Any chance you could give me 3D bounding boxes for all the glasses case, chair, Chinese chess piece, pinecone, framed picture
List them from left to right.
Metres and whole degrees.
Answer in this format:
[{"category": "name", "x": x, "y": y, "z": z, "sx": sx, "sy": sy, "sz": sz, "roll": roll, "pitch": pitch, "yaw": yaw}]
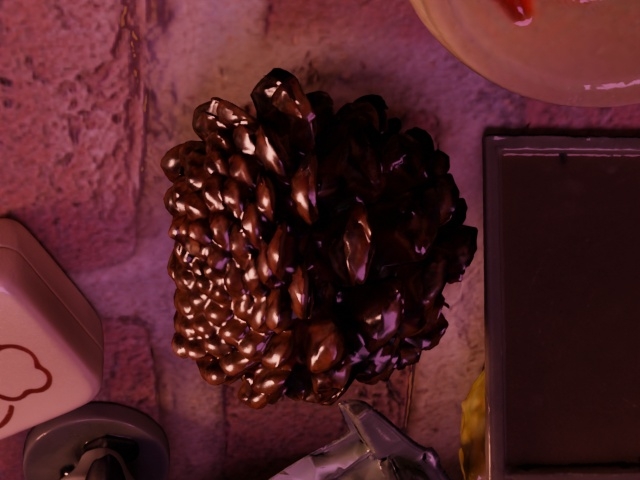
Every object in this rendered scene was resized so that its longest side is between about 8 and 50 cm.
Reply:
[{"category": "glasses case", "x": -0.332, "y": 0.107, "z": 1.212, "sx": 0.336, "sy": 0.076, "sz": 0.144, "roll": -24, "pitch": 129, "yaw": 14}, {"category": "pinecone", "x": 0.000, "y": 0.000, "z": 1.077, "sx": 0.221, "sy": 0.221, "sz": 0.221, "roll": -3, "pitch": 131, "yaw": -3}, {"category": "chair", "x": 0.018, "y": 0.245, "z": 1.154, "sx": 0.203, "sy": 0.190, "sz": 0.275, "roll": -35, "pitch": 166, "yaw": 4}, {"category": "Chinese chess piece", "x": 0.171, "y": -0.202, "z": 0.979, "sx": 0.273, "sy": 0.102, "sz": 0.273, "roll": -3, "pitch": 132, "yaw": -3}, {"category": "framed picture", "x": 0.278, "y": 0.049, "z": 1.153, "sx": 0.335, "sy": 0.247, "sz": 0.022, "roll": 0, "pitch": 175, "yaw": -6}]

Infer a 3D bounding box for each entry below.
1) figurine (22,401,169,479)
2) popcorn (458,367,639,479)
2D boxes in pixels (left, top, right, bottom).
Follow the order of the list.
[{"category": "figurine", "x": -0.175, "y": 0.256, "z": 1.253, "sx": 0.133, "sy": 0.236, "sz": 0.176, "roll": 7, "pitch": 129, "yaw": -13}, {"category": "popcorn", "x": 0.214, "y": 0.151, "z": 1.245, "sx": 0.221, "sy": 0.183, "sz": 0.204, "roll": -4, "pitch": 124, "yaw": -1}]
